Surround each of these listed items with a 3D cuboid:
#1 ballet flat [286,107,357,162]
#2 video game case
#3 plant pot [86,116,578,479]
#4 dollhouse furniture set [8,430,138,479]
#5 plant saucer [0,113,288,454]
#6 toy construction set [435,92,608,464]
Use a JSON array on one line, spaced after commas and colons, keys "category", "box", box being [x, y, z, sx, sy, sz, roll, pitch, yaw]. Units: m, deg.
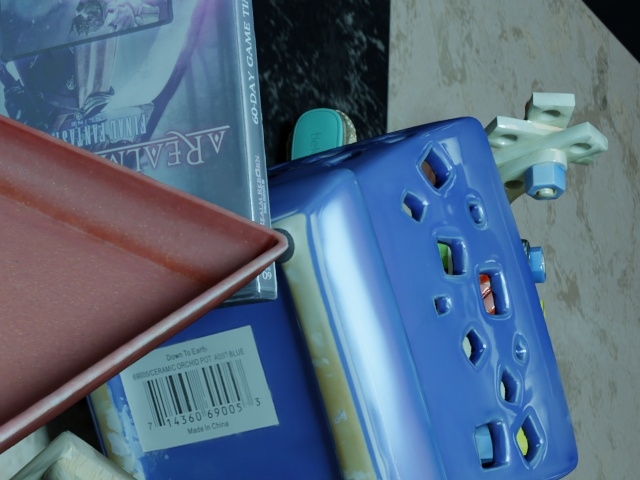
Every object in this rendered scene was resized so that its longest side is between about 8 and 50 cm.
[{"category": "ballet flat", "box": [0.000, 0.000, 1.110, 0.067, 0.073, 0.206, 58, 38, -56]}, {"category": "video game case", "box": [-0.124, -0.092, 0.803, 0.026, 0.196, 0.274, 12, 71, -63]}, {"category": "plant pot", "box": [-0.011, 0.070, 0.882, 0.212, 0.236, 0.236, -18, 92, -62]}, {"category": "dollhouse furniture set", "box": [-0.033, 0.314, 0.743, 0.394, 0.362, 0.256, 46, 4, -43]}, {"category": "plant saucer", "box": [-0.182, 0.008, 0.664, 0.259, 0.258, 0.047, -36, 145, -59]}, {"category": "toy construction set", "box": [0.140, 0.043, 1.218, 0.215, 0.151, 0.327, 59, 43, -60]}]
